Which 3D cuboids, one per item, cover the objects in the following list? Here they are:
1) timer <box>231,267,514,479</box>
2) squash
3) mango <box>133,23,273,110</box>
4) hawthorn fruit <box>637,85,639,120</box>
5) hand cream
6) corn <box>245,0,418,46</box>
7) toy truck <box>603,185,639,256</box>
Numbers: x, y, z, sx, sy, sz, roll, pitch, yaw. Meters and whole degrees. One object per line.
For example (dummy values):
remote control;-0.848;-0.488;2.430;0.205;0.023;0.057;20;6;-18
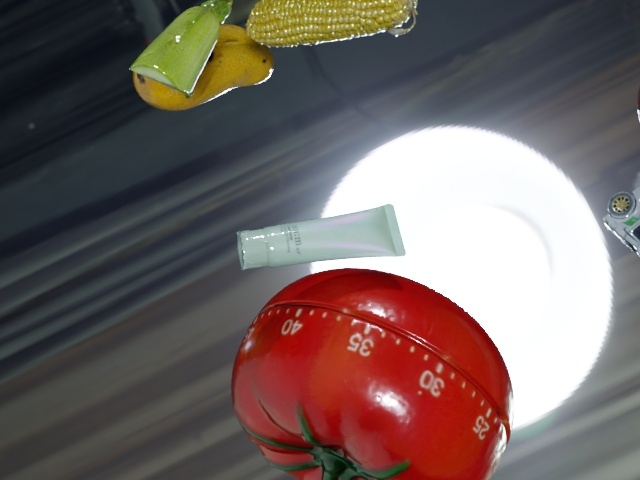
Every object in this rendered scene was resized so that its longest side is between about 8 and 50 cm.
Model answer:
timer;0.071;0.203;1.640;0.378;0.279;0.378;23;-27;13
squash;-0.184;-0.274;1.713;0.090;0.200;0.075;20;-39;16
mango;-0.227;-0.344;2.383;0.120;0.295;0.177;55;-33;24
hawthorn fruit;0.540;-0.158;1.571;0.276;0.276;0.307;64;30;-15
hand cream;0.000;0.000;1.519;0.050;0.205;0.078;98;-18;-58
corn;0.018;-0.363;1.959;0.106;0.293;0.106;22;64;-60
toy truck;0.753;-0.104;2.448;0.146;0.367;0.175;31;21;-48
